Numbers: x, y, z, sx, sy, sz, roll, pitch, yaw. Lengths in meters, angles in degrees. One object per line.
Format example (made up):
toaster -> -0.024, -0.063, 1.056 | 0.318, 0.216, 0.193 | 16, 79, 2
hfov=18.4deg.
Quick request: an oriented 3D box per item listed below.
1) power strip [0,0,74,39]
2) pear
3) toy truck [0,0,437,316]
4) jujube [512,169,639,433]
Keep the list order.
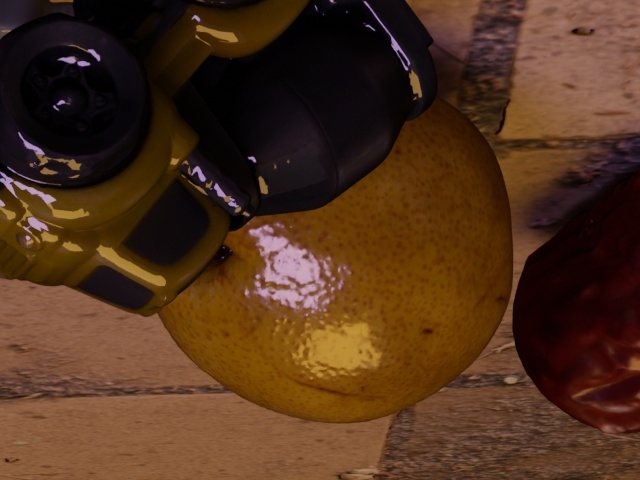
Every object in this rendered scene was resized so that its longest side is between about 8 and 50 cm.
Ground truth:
power strip -> -0.306, -0.107, 0.986 | 0.385, 0.062, 0.091 | -2, 158, -1
pear -> 0.000, 0.000, 1.113 | 0.209, 0.209, 0.209 | -2, 159, -1
toy truck -> -0.058, -0.056, 0.889 | 0.165, 0.224, 0.147 | 42, 154, -7
jujube -> 0.221, 0.032, 1.286 | 0.155, 0.155, 0.230 | 5, 154, -19
